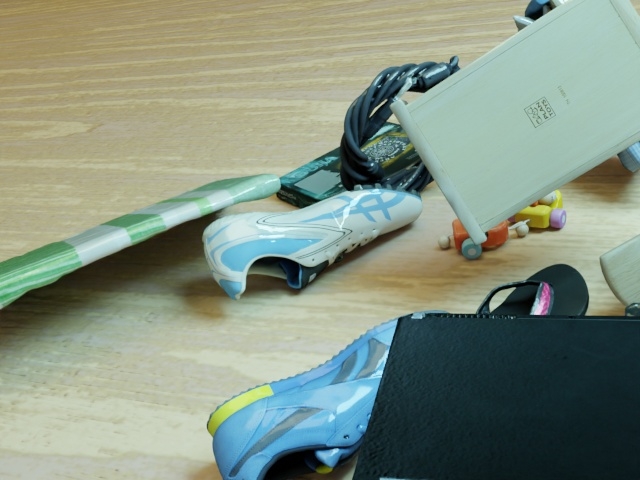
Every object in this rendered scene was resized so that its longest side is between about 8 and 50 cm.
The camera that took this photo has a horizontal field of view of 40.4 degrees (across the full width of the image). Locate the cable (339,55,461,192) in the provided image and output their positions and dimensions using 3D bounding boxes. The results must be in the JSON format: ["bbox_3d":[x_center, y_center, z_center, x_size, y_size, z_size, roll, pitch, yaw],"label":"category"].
[{"bbox_3d":[0.085,-0.100,0.895,0.150,0.184,0.047,-29,57,-22],"label":"cable"}]

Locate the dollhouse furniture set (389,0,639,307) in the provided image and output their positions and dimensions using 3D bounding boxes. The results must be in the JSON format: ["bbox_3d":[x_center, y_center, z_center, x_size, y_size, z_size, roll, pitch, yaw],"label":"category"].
[{"bbox_3d":[0.231,-0.079,0.827,0.198,0.286,0.303,-32,-2,15],"label":"dollhouse furniture set"}]

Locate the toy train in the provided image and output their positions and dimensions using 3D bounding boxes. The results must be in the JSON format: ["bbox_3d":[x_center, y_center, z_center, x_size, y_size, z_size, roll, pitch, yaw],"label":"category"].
[{"bbox_3d":[0.181,-0.046,0.882,0.125,0.046,0.166,-6,30,14],"label":"toy train"}]

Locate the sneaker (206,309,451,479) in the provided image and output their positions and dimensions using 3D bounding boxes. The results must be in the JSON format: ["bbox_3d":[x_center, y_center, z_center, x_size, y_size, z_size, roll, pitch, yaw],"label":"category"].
[{"bbox_3d":[0.024,0.124,0.635,0.209,0.069,0.082,-25,48,-13],"label":"sneaker"}]

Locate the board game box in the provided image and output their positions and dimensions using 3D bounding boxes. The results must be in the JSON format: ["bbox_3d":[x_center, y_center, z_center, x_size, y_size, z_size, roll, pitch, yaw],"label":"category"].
[{"bbox_3d":[0.053,-0.085,1.029,0.186,0.026,0.126,-30,32,-26],"label":"board game box"}]

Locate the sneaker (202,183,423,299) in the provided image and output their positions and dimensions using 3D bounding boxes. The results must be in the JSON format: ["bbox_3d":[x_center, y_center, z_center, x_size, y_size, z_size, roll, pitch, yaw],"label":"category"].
[{"bbox_3d":[0.000,0.000,0.867,0.237,0.086,0.085,-15,-10,-23],"label":"sneaker"}]

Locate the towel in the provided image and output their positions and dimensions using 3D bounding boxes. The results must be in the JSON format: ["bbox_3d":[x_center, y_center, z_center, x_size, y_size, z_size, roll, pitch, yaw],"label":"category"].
[{"bbox_3d":[-0.221,0.004,0.906,0.325,0.038,0.248,-23,9,-18],"label":"towel"}]

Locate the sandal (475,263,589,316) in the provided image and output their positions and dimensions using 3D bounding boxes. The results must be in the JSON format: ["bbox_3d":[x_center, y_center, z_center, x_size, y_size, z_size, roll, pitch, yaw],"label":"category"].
[{"bbox_3d":[0.155,0.063,0.705,0.179,0.040,0.067,-31,32,-29],"label":"sandal"}]

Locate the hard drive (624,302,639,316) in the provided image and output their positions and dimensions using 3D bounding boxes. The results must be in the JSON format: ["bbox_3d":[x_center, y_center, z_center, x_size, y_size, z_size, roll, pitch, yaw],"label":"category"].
[{"bbox_3d":[0.252,0.067,0.575,0.094,0.135,0.022,-2,70,20],"label":"hard drive"}]

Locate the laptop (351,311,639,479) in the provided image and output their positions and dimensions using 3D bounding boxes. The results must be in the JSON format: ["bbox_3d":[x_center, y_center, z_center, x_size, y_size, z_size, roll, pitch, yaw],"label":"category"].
[{"bbox_3d":[0.160,0.114,0.490,0.234,0.264,0.136,0,68,17],"label":"laptop"}]
